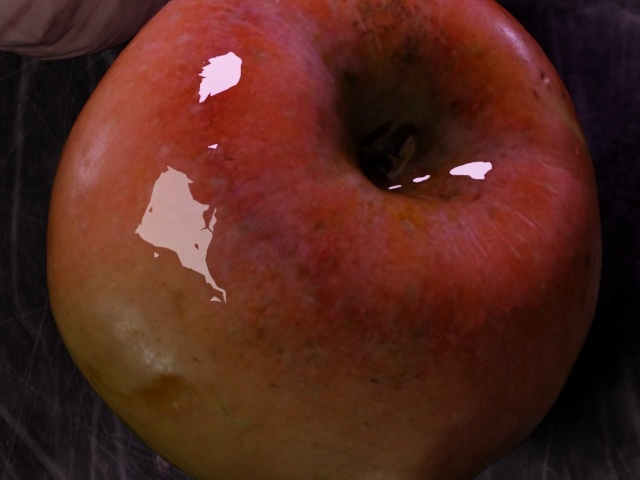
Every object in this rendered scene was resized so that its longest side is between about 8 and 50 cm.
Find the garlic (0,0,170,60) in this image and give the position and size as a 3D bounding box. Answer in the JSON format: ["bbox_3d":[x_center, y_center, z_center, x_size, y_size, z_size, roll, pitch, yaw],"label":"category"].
[{"bbox_3d":[-0.225,-0.270,1.297,0.259,0.317,0.317,-47,62,46],"label":"garlic"}]

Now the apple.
[{"bbox_3d":[0.000,0.000,1.104,0.338,0.338,0.305,69,154,14],"label":"apple"}]
